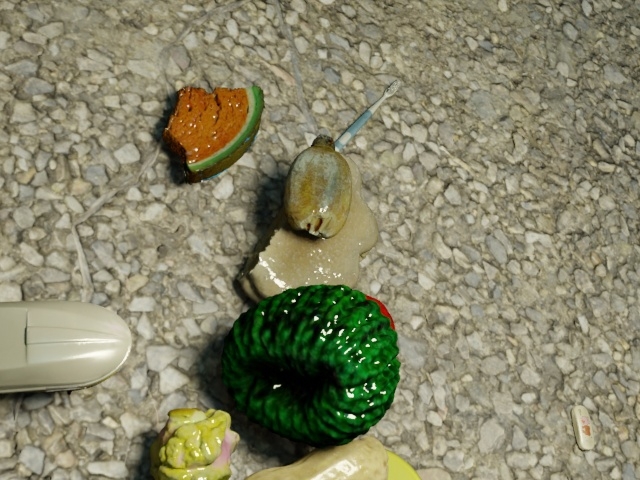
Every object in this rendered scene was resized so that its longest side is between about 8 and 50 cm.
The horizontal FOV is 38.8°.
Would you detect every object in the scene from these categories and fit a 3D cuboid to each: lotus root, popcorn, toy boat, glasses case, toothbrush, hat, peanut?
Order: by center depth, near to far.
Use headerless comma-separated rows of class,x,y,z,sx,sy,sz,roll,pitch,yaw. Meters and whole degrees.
toy boat,-0.410,0.157,1.273,0.269,0.141,0.140,4,63,-23
popcorn,-0.182,0.305,1.313,0.126,0.125,0.145,27,37,13
peanut,-0.009,0.375,1.355,0.257,0.123,0.123,-16,72,-22
hat,0.024,0.157,1.425,0.274,0.242,0.332,14,24,26
lotus root,-0.002,-0.093,1.509,0.113,0.088,0.192,14,62,-13
glasses case,0.487,0.347,1.683,0.032,0.021,0.083,7,62,-21
toothbrush,0.087,-0.242,1.794,0.019,0.025,0.275,42,54,-2

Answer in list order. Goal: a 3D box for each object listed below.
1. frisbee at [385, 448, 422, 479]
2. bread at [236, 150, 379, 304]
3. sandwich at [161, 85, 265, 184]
frisbee,0.082,0.437,1.439,0.236,0.017,0.236,12,60,-20
bread,0.000,-0.003,1.579,0.183,0.102,0.337,34,56,-6
sandwich,-0.194,-0.185,1.601,0.159,0.079,0.235,16,54,-6
